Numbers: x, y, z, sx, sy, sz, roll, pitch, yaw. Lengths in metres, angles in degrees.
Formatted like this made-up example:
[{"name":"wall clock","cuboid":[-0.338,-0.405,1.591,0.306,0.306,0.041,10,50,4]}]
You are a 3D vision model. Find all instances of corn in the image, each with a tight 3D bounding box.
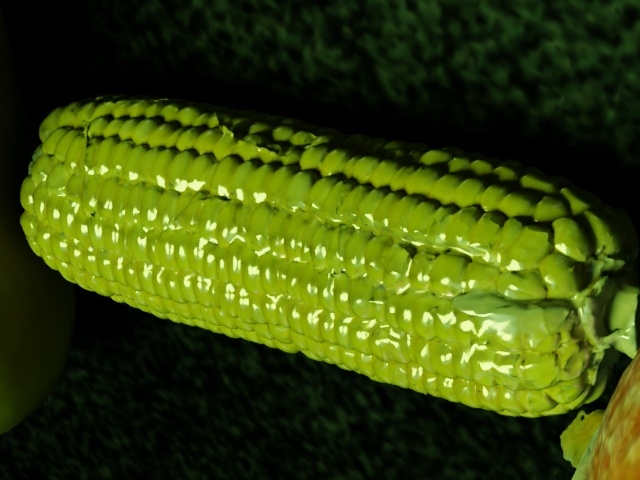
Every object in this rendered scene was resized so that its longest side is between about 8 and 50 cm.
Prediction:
[{"name":"corn","cuboid":[0.000,0.000,0.630,0.238,0.080,0.080,16,130,33]}]

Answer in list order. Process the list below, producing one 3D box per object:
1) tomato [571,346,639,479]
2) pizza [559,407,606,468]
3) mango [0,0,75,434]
[{"name":"tomato","cuboid":[0.171,0.062,0.424,0.188,0.232,0.232,31,139,43]},{"name":"pizza","cuboid":[0.148,0.125,0.610,0.178,0.041,0.131,36,160,49]},{"name":"mango","cuboid":[-0.179,-0.050,0.650,0.142,0.195,0.331,-3,121,24]}]
